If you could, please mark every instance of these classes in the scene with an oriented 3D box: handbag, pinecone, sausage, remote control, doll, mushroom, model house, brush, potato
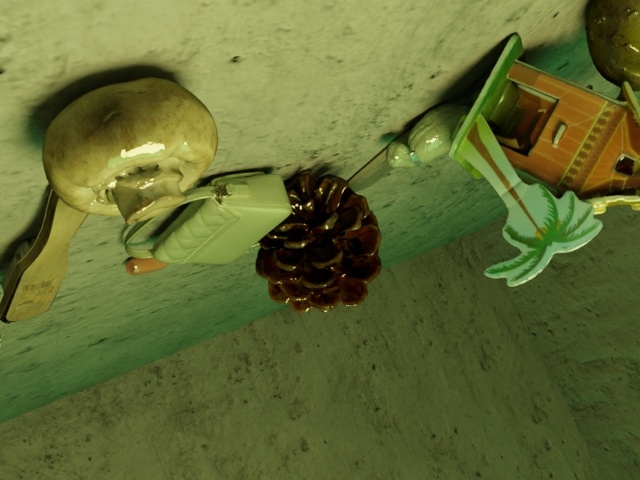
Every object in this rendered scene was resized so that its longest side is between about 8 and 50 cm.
[{"bbox_3d":[-0.188,-0.029,1.034,0.219,0.079,0.256,-2,157,-39],"label":"handbag"},{"bbox_3d":[0.000,0.000,1.181,0.244,0.244,0.309,-23,156,-12],"label":"pinecone"},{"bbox_3d":[-0.313,0.041,1.184,0.083,0.034,0.034,-16,166,-48],"label":"sausage"},{"bbox_3d":[0.130,-0.155,1.267,0.077,0.022,0.245,-19,168,-37],"label":"remote control"},{"bbox_3d":[0.208,-0.185,1.126,0.214,0.071,0.103,-35,149,-1],"label":"doll"},{"bbox_3d":[-0.179,-0.080,0.629,0.166,0.127,0.166,-20,175,-2],"label":"mushroom"},{"bbox_3d":[0.377,-0.085,1.042,0.340,0.324,0.300,-63,159,7],"label":"model house"},{"bbox_3d":[-0.358,0.002,0.846,0.070,0.065,0.327,-7,151,-42],"label":"brush"},{"bbox_3d":[0.451,-0.295,0.942,0.113,0.149,0.251,-37,162,0],"label":"potato"}]

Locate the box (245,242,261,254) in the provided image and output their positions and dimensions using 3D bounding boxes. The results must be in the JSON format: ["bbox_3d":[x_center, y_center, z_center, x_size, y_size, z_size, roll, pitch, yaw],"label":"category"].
[{"bbox_3d":[-0.132,0.001,1.438,0.083,0.024,0.054,-23,168,-7],"label":"box"}]
